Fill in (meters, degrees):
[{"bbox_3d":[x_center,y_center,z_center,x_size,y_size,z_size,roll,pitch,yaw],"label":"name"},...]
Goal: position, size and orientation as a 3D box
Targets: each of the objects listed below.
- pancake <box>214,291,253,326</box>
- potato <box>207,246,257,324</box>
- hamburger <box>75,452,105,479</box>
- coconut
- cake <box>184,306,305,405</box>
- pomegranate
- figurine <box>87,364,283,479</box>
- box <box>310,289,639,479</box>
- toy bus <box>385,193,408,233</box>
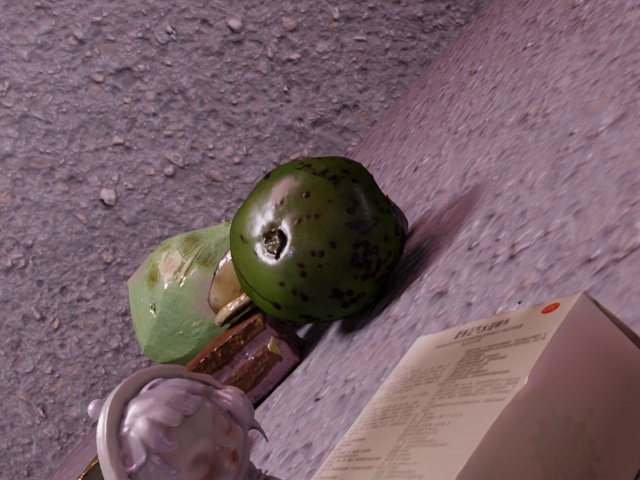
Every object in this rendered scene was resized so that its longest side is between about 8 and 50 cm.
[{"bbox_3d":[-0.104,0.084,1.535,0.158,0.028,0.158,-35,0,0],"label":"pancake"},{"bbox_3d":[-0.044,0.053,1.693,0.299,0.116,0.239,-43,-32,-8],"label":"potato"},{"bbox_3d":[-0.264,0.344,1.356,0.309,0.132,0.211,-54,3,-13],"label":"hamburger"},{"bbox_3d":[-0.220,0.116,1.888,0.328,0.281,0.328,-13,37,10],"label":"coconut"},{"bbox_3d":[-0.146,0.215,1.492,0.295,0.116,0.113,-44,5,-8],"label":"cake"},{"bbox_3d":[0.000,0.000,1.404,0.254,0.254,0.270,-44,-12,22],"label":"pomegranate"},{"bbox_3d":[-0.102,0.203,0.888,0.141,0.237,0.162,-50,0,42],"label":"figurine"},{"bbox_3d":[0.096,0.134,0.629,0.168,0.095,0.212,-51,9,-23],"label":"box"},{"bbox_3d":[0.060,0.016,1.567,0.192,0.077,0.065,-46,9,20],"label":"toy bus"}]
